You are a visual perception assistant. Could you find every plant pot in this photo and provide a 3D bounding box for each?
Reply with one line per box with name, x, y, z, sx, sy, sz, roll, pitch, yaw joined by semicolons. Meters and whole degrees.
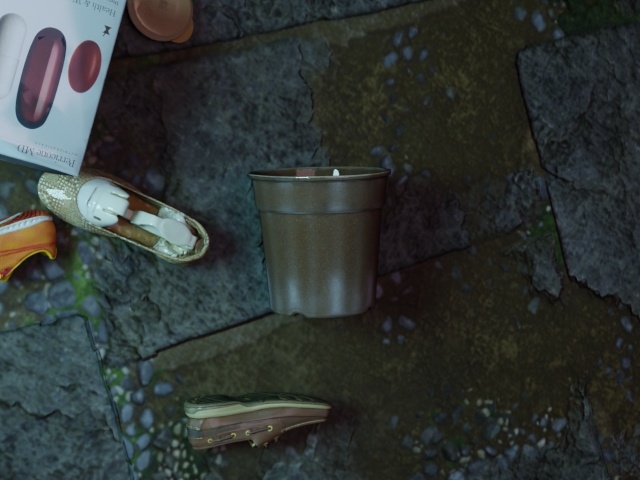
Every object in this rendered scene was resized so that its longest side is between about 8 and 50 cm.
plant pot;0.000;0.000;1.359;0.167;0.167;0.165;-5;99;-29

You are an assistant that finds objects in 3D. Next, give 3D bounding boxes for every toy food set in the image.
toy food set;-0.183;-0.269;1.338;0.083;0.020;0.082;-2;88;-29

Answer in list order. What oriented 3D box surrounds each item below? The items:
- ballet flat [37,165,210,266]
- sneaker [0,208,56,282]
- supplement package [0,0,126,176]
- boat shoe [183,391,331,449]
ballet flat;-0.208;-0.030;1.286;0.206;0.067;0.073;22;79;-26
sneaker;-0.355;0.018;1.207;0.175;0.064;0.067;-15;105;-26
supplement package;-0.325;-0.188;1.168;0.194;0.149;0.203;15;88;-29
boat shoe;-0.073;0.211;1.358;0.178;0.064;0.060;-1;93;-23
